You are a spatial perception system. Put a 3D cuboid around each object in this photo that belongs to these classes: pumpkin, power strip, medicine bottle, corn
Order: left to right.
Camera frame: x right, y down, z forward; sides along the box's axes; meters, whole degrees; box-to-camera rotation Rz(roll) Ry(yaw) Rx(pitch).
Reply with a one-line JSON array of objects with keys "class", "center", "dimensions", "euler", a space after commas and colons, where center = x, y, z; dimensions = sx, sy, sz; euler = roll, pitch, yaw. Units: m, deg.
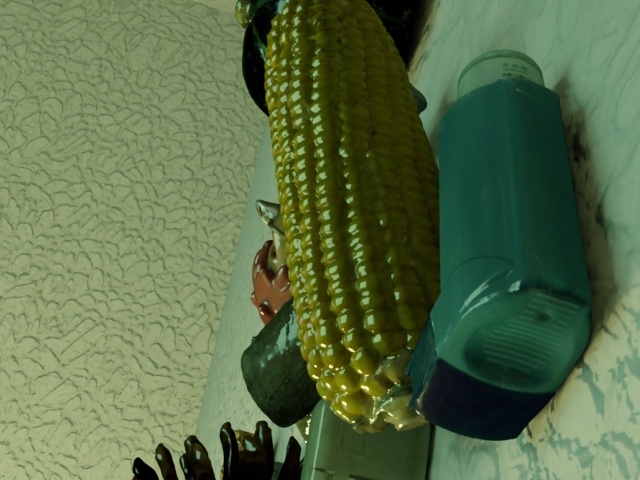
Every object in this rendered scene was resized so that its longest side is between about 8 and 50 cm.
[{"class": "pumpkin", "center": [0.002, -0.295, 1.139], "dimensions": [0.315, 0.238, 0.315], "euler": [-165, 90, -75]}, {"class": "power strip", "center": [0.028, 0.215, 0.642], "dimensions": [0.053, 0.093, 0.288], "euler": [119, 163, -64]}, {"class": "corn", "center": [0.032, -0.035, 0.671], "dimensions": [0.144, 0.144, 0.387], "euler": [117, 149, -50]}, {"class": "medicine bottle", "center": [0.113, -0.011, 0.537], "dimensions": [0.124, 0.079, 0.258], "euler": [117, 165, -49]}]

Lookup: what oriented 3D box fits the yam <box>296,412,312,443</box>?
[{"class": "yam", "center": [0.005, 0.177, 0.899], "dimensions": [0.070, 0.069, 0.146], "euler": [-86, 16, -47]}]

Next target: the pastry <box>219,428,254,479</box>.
[{"class": "pastry", "center": [-0.118, 0.365, 1.286], "dimensions": [0.056, 0.080, 0.140], "euler": [-24, 51, 63]}]

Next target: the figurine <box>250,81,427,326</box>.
[{"class": "figurine", "center": [0.000, 0.000, 0.916], "dimensions": [0.387, 0.166, 0.207], "euler": [-66, -6, 25]}]

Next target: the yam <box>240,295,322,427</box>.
[{"class": "yam", "center": [-0.001, 0.097, 0.779], "dimensions": [0.183, 0.107, 0.107], "euler": [-45, 24, 28]}]

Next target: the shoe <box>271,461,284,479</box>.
[{"class": "shoe", "center": [-0.064, 0.316, 0.993], "dimensions": [0.251, 0.100, 0.103], "euler": [148, 135, -72]}]

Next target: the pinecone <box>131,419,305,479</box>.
[{"class": "pinecone", "center": [-0.083, 0.282, 0.753], "dimensions": [0.264, 0.264, 0.264], "euler": [-165, 90, -80]}]
